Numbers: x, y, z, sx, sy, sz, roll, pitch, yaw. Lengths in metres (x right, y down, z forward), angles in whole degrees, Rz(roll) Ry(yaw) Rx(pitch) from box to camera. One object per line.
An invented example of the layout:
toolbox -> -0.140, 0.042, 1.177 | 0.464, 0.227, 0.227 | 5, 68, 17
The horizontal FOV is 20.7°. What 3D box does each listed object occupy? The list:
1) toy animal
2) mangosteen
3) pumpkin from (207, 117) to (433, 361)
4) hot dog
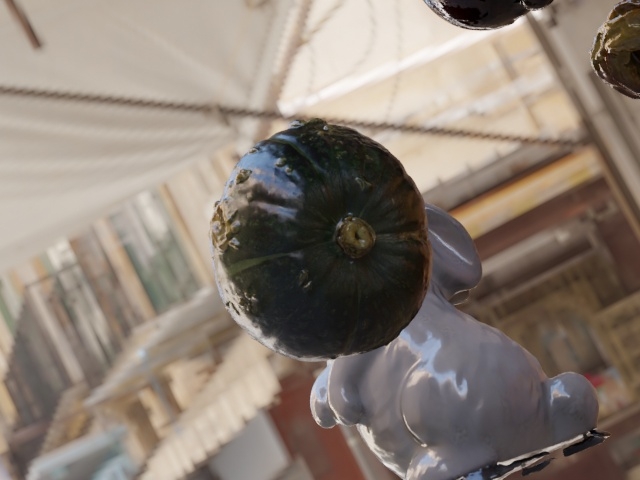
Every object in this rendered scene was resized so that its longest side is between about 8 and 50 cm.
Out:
toy animal -> 0.097, 0.093, 1.741 | 0.258, 0.357, 0.194 | -21, -16, -12
mangosteen -> 0.154, -0.259, 1.580 | 0.152, 0.152, 0.152 | -26, -11, -5
pumpkin -> 0.000, 0.001, 1.385 | 0.190, 0.190, 0.146 | -23, -15, -21
hot dog -> 0.382, -0.227, 1.702 | 0.259, 0.114, 0.175 | -41, -14, -19
